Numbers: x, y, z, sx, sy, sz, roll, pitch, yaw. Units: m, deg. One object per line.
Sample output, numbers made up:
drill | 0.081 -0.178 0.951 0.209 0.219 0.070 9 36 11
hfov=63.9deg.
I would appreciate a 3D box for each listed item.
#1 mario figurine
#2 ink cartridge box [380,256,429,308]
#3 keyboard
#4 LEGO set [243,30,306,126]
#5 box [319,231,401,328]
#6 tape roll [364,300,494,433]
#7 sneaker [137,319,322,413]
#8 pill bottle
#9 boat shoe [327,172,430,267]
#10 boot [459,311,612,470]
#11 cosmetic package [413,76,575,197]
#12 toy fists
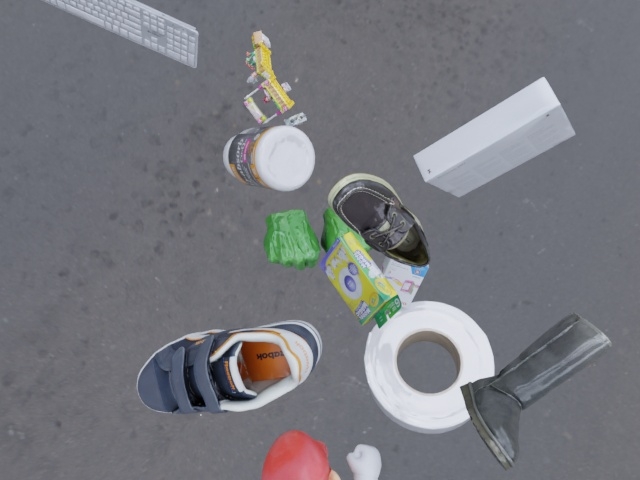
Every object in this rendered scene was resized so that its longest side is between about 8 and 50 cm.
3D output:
mario figurine | 0.022 0.447 0.825 0.198 0.170 0.320 -28 89 -33
ink cartridge box | 0.179 0.084 1.157 0.088 0.122 0.052 17 30 -5
keyboard | -0.296 -0.325 0.735 0.256 0.072 0.014 23 56 -5
LEGO set | -0.156 -0.422 1.388 0.287 0.107 0.132 63 27 1
box | 0.077 0.085 1.005 0.043 0.105 0.179 -24 68 -37
tape roll | 0.241 0.284 1.165 0.286 0.100 0.286 -4 64 7
sneaker | -0.161 0.202 0.799 0.321 0.127 0.126 -19 91 10
pill bottle | -0.146 -0.216 1.344 0.162 0.278 0.162 -6 101 -31
boat shoe | 0.066 -0.015 0.492 0.056 0.152 0.049 -46 49 17
boot | 0.299 0.195 0.694 0.208 0.189 0.076 -31 104 11
cosmetic package | 0.488 -0.266 1.431 0.284 0.377 0.097 6 59 -58
toy fists | 0.000 0.000 1.260 0.279 0.096 0.142 -7 58 -12
